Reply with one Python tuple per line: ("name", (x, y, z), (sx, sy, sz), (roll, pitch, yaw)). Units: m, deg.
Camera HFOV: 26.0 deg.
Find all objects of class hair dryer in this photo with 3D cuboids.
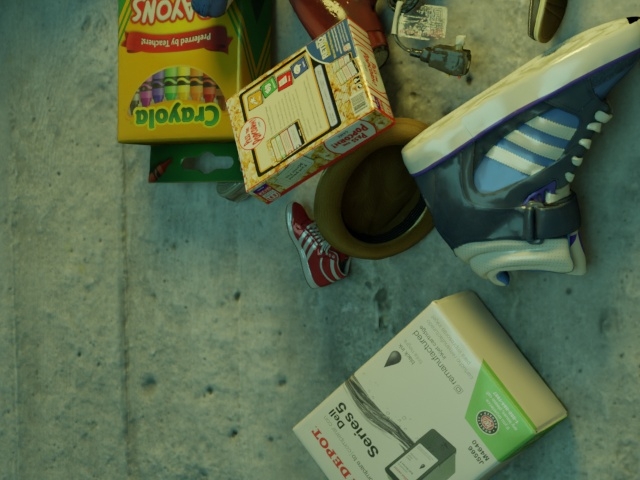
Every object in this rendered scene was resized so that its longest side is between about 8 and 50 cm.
("hair dryer", (0.074, -0.310, 1.707), (0.294, 0.080, 0.223), (8, 84, 24))

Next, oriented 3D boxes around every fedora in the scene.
("fedora", (0.070, -0.072, 1.701), (0.194, 0.194, 0.079), (-64, 29, 20))

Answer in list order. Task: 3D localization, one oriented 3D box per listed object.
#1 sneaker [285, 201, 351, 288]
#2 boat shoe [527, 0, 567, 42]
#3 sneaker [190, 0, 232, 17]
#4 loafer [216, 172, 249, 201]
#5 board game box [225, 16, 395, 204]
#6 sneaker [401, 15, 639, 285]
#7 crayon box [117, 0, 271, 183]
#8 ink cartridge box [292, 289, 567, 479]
("sneaker", (0.000, 0.000, 1.792), (0.067, 0.042, 0.118), (-16, 96, 35))
("boat shoe", (0.259, -0.305, 1.598), (0.049, 0.056, 0.152), (14, 94, 33))
("sneaker", (-0.046, -0.387, 1.682), (0.131, 0.112, 0.296), (31, 92, -10))
("loafer", (-0.080, -0.091, 1.835), (0.125, 0.039, 0.045), (-30, 50, 24))
("board game box", (-0.016, -0.154, 1.645), (0.193, 0.045, 0.146), (-31, 54, 24))
("sneaker", (0.277, -0.083, 1.591), (0.323, 0.130, 0.236), (-31, 99, 17))
("crayon box", (-0.165, -0.235, 1.814), (0.202, 0.081, 0.318), (-1, 90, 30))
("ink cartridge box", (0.131, 0.224, 1.703), (0.273, 0.115, 0.198), (-45, 74, 27))
